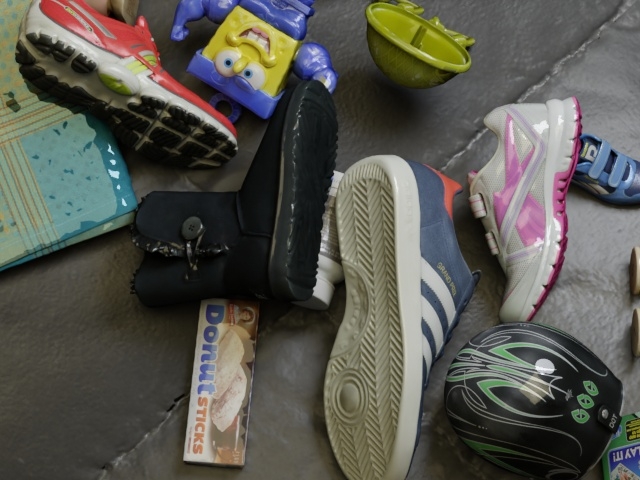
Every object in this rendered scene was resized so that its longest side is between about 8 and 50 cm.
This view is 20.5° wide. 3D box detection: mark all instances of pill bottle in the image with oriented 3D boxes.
[{"bbox_3d":[0.000,0.000,1.892,0.078,0.078,0.137,18,73,6],"label":"pill bottle"}]

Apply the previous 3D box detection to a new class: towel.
[{"bbox_3d":[-0.379,-0.146,1.911,0.271,0.040,0.370,-21,89,-6],"label":"towel"}]

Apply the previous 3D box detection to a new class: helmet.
[{"bbox_3d":[0.210,0.160,1.806,0.161,0.169,0.169,27,73,-9],"label":"helmet"}]

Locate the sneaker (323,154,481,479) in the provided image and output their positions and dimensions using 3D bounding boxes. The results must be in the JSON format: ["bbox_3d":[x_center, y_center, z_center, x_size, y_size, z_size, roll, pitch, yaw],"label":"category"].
[{"bbox_3d":[0.098,0.089,1.849,0.148,0.131,0.350,5,89,-43],"label":"sneaker"}]

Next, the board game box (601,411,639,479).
[{"bbox_3d":[0.406,0.250,1.707,0.046,0.317,0.213,11,67,-36],"label":"board game box"}]

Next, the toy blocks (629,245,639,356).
[{"bbox_3d":[0.407,0.066,1.883,0.148,0.054,0.123,2,73,1],"label":"toy blocks"}]

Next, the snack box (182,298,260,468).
[{"bbox_3d":[-0.104,0.150,1.874,0.064,0.022,0.178,4,73,3],"label":"snack box"}]

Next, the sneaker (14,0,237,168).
[{"bbox_3d":[-0.191,-0.180,1.893,0.279,0.107,0.118,35,49,-27],"label":"sneaker"}]

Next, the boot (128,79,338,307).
[{"bbox_3d":[-0.098,-0.049,1.862,0.207,0.094,0.246,0,75,27],"label":"boot"}]

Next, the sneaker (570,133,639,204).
[{"bbox_3d":[0.302,-0.081,1.928,0.144,0.059,0.053,18,71,5],"label":"sneaker"}]

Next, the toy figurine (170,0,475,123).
[{"bbox_3d":[-0.034,-0.210,1.958,0.362,0.191,0.217,32,105,2],"label":"toy figurine"}]

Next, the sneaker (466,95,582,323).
[{"bbox_3d":[0.208,-0.033,1.878,0.111,0.103,0.252,8,90,12],"label":"sneaker"}]

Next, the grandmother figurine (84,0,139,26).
[{"bbox_3d":[-0.373,-0.316,1.987,0.342,0.104,0.207,11,82,6],"label":"grandmother figurine"}]
